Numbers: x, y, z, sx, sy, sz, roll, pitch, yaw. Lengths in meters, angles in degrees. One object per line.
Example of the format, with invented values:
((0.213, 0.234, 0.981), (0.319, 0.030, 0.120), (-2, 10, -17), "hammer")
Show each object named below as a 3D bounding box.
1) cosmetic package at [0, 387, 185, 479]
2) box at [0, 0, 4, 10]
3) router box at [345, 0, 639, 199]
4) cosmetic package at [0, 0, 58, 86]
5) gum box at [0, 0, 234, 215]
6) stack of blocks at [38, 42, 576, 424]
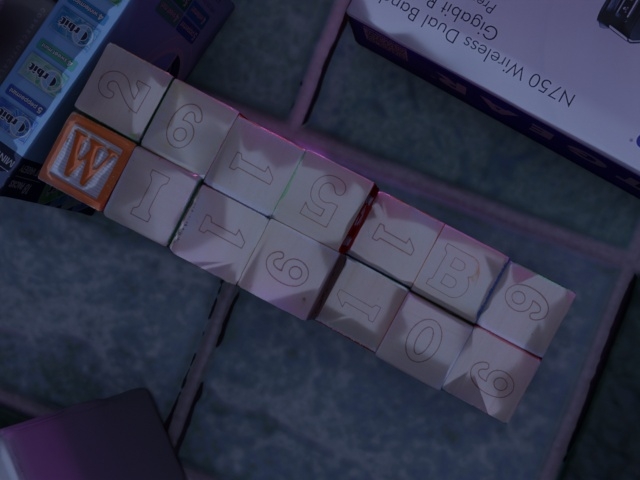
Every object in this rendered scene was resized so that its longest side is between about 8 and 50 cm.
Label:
((-0.121, 0.332, 0.606), (0.161, 0.230, 0.453), (-23, 84, 6), "cosmetic package")
((-0.307, -0.054, 0.648), (0.067, 0.063, 0.324), (47, 124, -2), "box")
((0.236, -0.186, 0.661), (0.335, 0.082, 0.301), (30, 91, 7), "router box")
((-0.269, -0.152, 0.707), (0.238, 0.107, 0.127), (33, 94, 10), "cosmetic package")
((-0.137, -0.107, 0.663), (0.041, 0.157, 0.184), (34, 92, 7), "gum box")
((0.000, 0.000, 0.636), (0.297, 0.171, 0.087), (29, 91, 6), "stack of blocks")
